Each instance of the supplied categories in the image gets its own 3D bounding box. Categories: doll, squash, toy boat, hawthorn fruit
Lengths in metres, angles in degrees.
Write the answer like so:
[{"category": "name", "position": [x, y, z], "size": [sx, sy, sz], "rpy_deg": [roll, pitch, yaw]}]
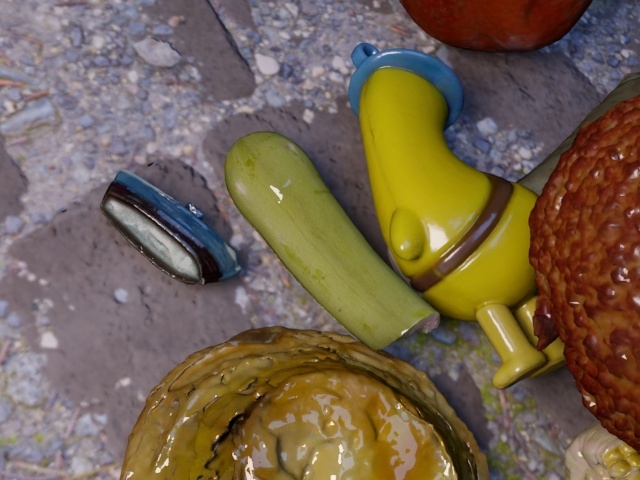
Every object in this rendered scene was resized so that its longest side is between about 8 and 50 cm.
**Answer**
[{"category": "doll", "position": [0.117, -0.039, 0.880], "size": [0.199, 0.145, 0.363], "rpy_deg": [-5, 62, -50]}, {"category": "squash", "position": [0.000, 0.000, 0.836], "size": [0.083, 0.083, 0.250], "rpy_deg": [-28, 67, -30]}, {"category": "toy boat", "position": [-0.129, -0.010, 0.823], "size": [0.137, 0.060, 0.061], "rpy_deg": [37, 34, 5]}, {"category": "hawthorn fruit", "position": [0.210, -0.307, 1.023], "size": [0.271, 0.242, 0.242], "rpy_deg": [26, 54, -45]}]

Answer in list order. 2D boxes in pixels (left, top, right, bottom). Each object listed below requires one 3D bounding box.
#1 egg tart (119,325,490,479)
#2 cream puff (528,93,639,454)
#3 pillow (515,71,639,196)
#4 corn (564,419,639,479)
[{"category": "egg tart", "position": [0.005, 0.211, 0.731], "size": [0.341, 0.129, 0.341], "rpy_deg": [8, 65, -18]}, {"category": "cream puff", "position": [0.328, 0.038, 0.718], "size": [0.350, 0.350, 0.228], "rpy_deg": [40, 24, 1]}, {"category": "pillow", "position": [0.349, -0.090, 1.009], "size": [0.185, 0.075, 0.302], "rpy_deg": [26, 51, 33]}, {"category": "corn", "position": [0.370, 0.225, 0.880], "size": [0.305, 0.122, 0.123], "rpy_deg": [8, 36, -21]}]
